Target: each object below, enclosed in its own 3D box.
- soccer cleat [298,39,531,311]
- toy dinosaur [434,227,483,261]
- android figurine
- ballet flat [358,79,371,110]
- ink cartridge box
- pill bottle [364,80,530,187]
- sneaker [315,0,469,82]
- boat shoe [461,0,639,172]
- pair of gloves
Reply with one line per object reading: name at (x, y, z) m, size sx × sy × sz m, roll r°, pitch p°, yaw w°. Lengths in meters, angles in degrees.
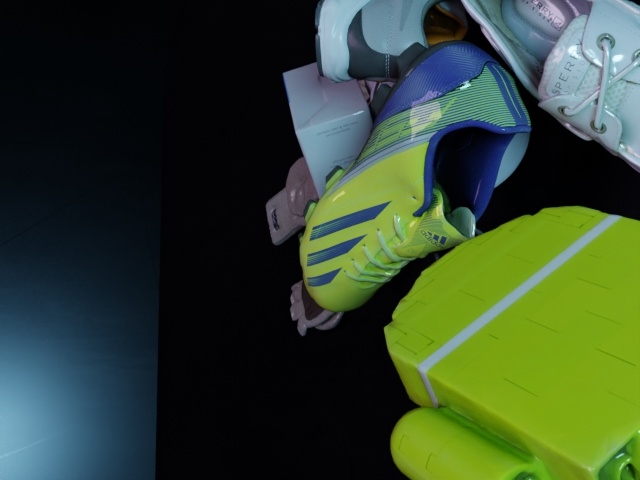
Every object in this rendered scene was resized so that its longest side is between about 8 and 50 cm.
soccer cleat at (0.063, -0.020, 0.624) m, size 0.121 × 0.093 × 0.289 m, roll 57°, pitch 139°, yaw 30°
toy dinosaur at (0.157, 0.158, 0.604) m, size 0.160 × 0.121 × 0.313 m, roll -125°, pitch 37°, yaw -76°
android figurine at (0.147, 0.056, 0.441) m, size 0.273 × 0.248 × 0.056 m, roll 20°, pitch 141°, yaw 58°
ballet flat at (0.086, -0.182, 0.901) m, size 0.052 × 0.057 × 0.168 m, roll 67°, pitch 164°, yaw -7°
ink cartridge box at (0.033, -0.069, 0.867) m, size 0.134 × 0.078 × 0.231 m, roll -103°, pitch -6°, yaw -51°
pill bottle at (0.108, -0.127, 0.739) m, size 0.180 × 0.108 × 0.107 m, roll -117°, pitch 37°, yaw -54°
sneaker at (0.097, -0.220, 0.706) m, size 0.271 × 0.108 × 0.100 m, roll -56°, pitch -26°, yaw -36°
boat shoe at (0.183, -0.108, 0.515) m, size 0.277 × 0.096 × 0.098 m, roll 52°, pitch 133°, yaw 41°
pair of gloves at (0.000, 0.000, 1.079) m, size 0.204 × 0.042 × 0.240 m, roll -49°, pitch 48°, yaw 48°
